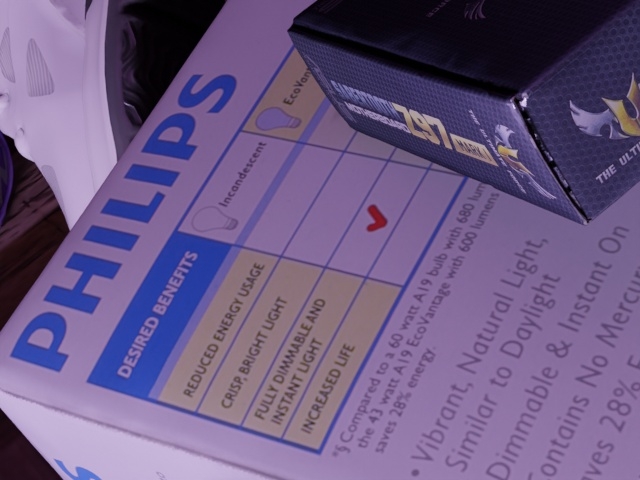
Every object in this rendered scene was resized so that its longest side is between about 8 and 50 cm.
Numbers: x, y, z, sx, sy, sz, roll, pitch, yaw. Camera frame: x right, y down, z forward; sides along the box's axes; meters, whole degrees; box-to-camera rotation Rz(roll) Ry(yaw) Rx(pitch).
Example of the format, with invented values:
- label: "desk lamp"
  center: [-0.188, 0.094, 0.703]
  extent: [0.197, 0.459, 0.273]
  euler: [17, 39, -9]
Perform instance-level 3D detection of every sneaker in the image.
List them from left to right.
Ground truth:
- label: "sneaker"
  center: [-0.152, -0.111, 1.044]
  extent: [0.257, 0.169, 0.447]
  euler: [-22, 67, 33]

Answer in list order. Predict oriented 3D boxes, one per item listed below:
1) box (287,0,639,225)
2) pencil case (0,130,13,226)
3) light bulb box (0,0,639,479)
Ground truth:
- label: "box"
  center: [0.121, -0.114, 0.678]
  extent: [0.232, 0.059, 0.183]
  euler: [-39, 26, -10]
- label: "pencil case"
  center: [-0.289, -0.035, 1.138]
  extent: [0.206, 0.088, 0.086]
  euler: [-5, 59, 23]
- label: "light bulb box"
  center: [0.119, 0.019, 0.803]
  extent: [0.361, 0.225, 0.358]
  euler: [13, 59, 34]
